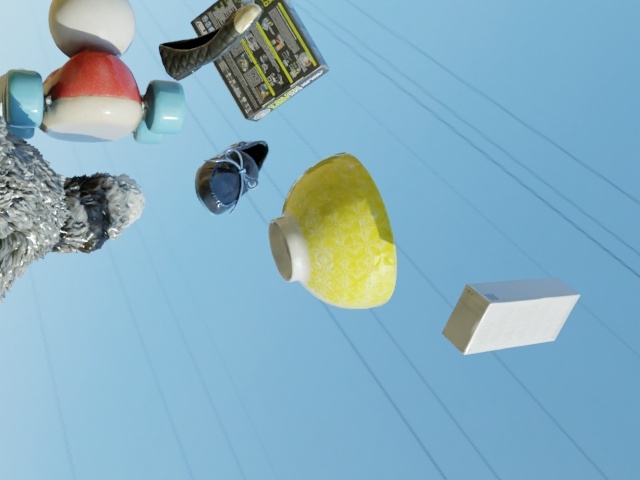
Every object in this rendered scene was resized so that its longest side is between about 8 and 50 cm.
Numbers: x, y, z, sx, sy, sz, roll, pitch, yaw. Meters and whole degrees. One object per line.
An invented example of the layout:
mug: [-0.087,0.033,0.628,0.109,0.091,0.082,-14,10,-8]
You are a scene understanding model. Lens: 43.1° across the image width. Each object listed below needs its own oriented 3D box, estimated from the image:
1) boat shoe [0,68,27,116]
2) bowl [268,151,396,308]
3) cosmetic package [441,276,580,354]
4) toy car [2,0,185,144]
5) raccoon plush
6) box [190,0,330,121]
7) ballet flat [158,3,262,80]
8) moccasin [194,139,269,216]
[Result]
boat shoe: [-0.583,-0.129,1.385,0.367,0.156,0.136,-40,-142,7]
bowl: [0.000,0.000,1.434,0.289,0.156,0.289,164,-90,-70]
cosmetic package: [0.306,0.116,1.292,0.060,0.239,0.099,42,-60,41]
toy car: [-0.311,-0.258,1.094,0.210,0.219,0.238,177,-87,-66]
raccoon plush: [-0.348,-0.118,0.915,0.216,0.446,0.299,39,-58,7]
box: [-0.137,-0.436,1.812,0.216,0.060,0.270,-33,-97,18]
ballet flat: [-0.133,-0.234,0.941,0.173,0.049,0.057,-18,-154,42]
moccasin: [-0.213,-0.180,1.993,0.117,0.137,0.342,-24,-155,21]
